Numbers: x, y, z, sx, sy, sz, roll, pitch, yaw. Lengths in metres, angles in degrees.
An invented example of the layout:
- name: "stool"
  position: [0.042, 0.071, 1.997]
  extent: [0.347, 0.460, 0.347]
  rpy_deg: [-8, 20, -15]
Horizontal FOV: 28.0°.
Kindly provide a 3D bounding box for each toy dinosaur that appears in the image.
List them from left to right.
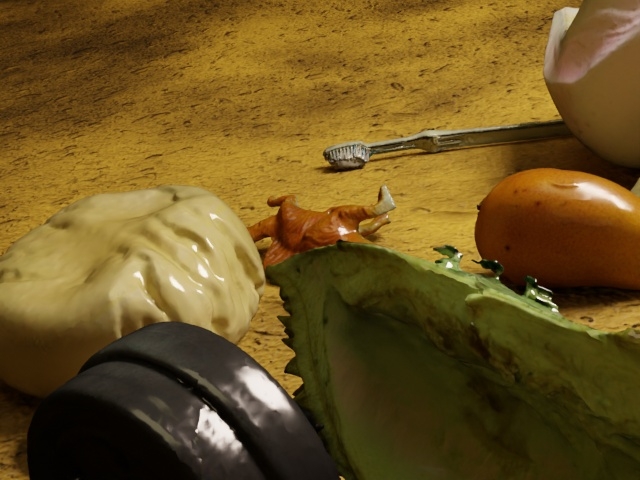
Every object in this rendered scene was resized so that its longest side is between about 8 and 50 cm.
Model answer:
- name: "toy dinosaur"
  position: [-0.001, -0.001, 1.131]
  extent: [0.142, 0.057, 0.212]
  rpy_deg: [-24, 23, -6]

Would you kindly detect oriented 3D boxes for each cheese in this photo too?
- name: "cheese"
  position: [-0.163, 0.045, 1.015]
  extent: [0.226, 0.117, 0.214]
  rpy_deg: [-6, 25, 21]

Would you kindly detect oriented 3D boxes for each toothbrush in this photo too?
- name: "toothbrush"
  position: [0.148, -0.108, 1.370]
  extent: [0.294, 0.026, 0.028]
  rpy_deg: [-9, 40, 1]

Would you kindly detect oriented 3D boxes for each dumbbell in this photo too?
- name: "dumbbell"
  position: [-0.135, 0.175, 0.580]
  extent: [0.185, 0.185, 0.388]
  rpy_deg: [11, 30, 41]

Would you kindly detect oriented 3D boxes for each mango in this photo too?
- name: "mango"
  position: [0.201, -0.012, 1.012]
  extent: [0.159, 0.105, 0.084]
  rpy_deg: [2, 43, 15]

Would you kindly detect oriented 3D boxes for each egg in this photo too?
- name: "egg"
  position: [0.304, -0.150, 1.205]
  extent: [0.162, 0.206, 0.271]
  rpy_deg: [-47, 1, 7]

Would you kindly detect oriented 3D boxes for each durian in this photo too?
- name: "durian"
  position: [0.149, 0.090, 0.656]
  extent: [0.394, 0.198, 0.163]
  rpy_deg: [13, 29, 39]

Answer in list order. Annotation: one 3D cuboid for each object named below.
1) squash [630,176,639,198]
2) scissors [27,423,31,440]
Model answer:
- name: "squash"
  position: [0.406, -0.032, 1.091]
  extent: [0.252, 0.169, 0.093]
  rpy_deg: [22, 22, -12]
- name: "scissors"
  position: [-0.122, 0.163, 0.826]
  extent: [0.144, 0.017, 0.248]
  rpy_deg: [-11, 24, -5]
